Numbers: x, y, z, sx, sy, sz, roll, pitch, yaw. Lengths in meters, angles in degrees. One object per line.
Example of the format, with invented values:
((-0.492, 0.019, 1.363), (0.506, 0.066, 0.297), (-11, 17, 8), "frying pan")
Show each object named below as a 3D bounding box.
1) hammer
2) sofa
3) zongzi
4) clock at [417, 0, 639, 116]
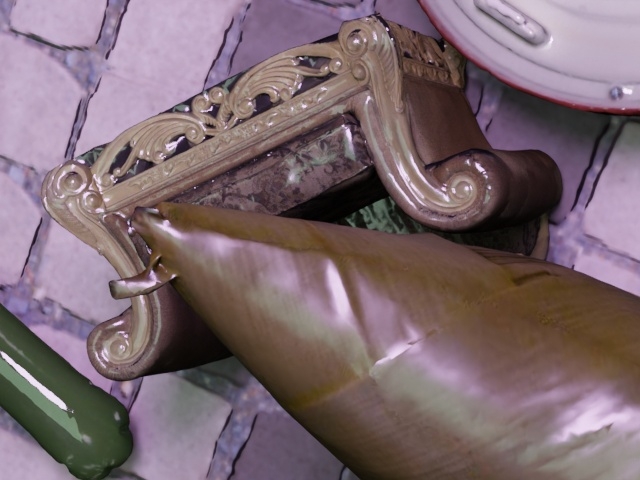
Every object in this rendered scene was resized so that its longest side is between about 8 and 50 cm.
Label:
((-0.248, 0.030, 1.169), (0.335, 0.119, 0.206), (41, 105, 5), "hammer")
((0.000, 0.000, 1.031), (0.258, 0.200, 0.182), (-25, 83, 17), "sofa")
((0.166, 0.123, 0.816), (0.447, 0.418, 0.181), (27, 90, 47), "zongzi")
((0.181, -0.224, 0.984), (0.318, 0.080, 0.319), (-6, 78, 27), "clock")
